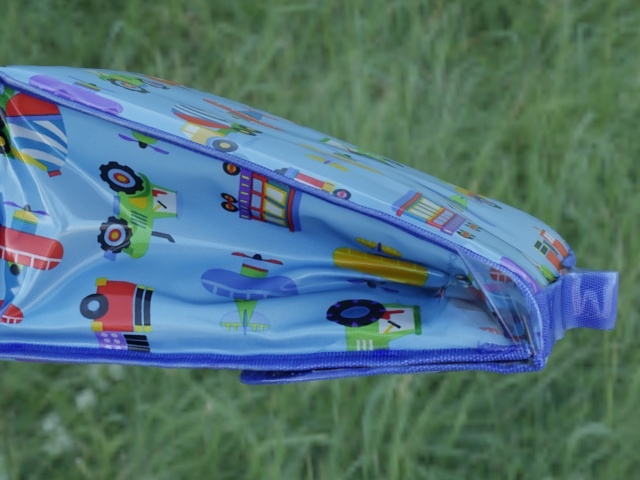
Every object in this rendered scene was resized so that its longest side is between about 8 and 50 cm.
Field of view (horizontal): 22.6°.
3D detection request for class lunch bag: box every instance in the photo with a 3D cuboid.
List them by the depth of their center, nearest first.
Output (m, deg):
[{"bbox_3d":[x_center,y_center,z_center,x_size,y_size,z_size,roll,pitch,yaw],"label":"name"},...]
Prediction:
[{"bbox_3d":[0.000,0.000,0.786,0.293,0.138,0.221,9,6,11],"label":"lunch bag"}]
